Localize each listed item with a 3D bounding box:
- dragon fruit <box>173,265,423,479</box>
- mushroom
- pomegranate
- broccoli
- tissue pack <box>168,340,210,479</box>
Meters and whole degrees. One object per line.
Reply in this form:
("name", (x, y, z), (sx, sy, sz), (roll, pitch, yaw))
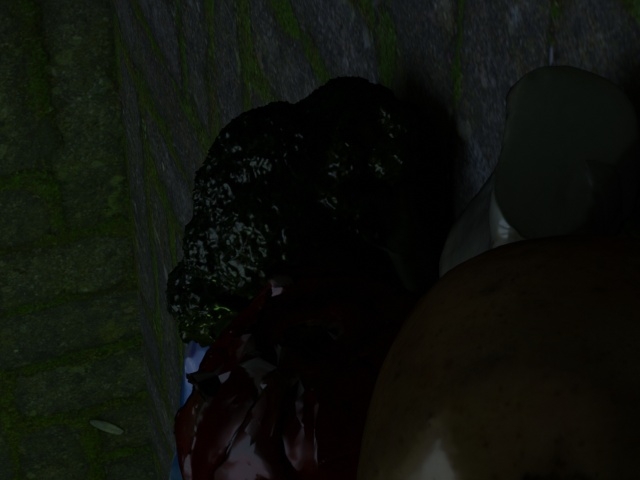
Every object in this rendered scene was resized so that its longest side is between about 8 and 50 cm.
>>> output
("dragon fruit", (0.028, 0.174, 1.481), (0.295, 0.295, 0.302), (-123, 14, -53))
("mushroom", (0.145, -0.006, 1.285), (0.122, 0.159, 0.329), (48, 162, 12))
("pomegranate", (0.167, 0.152, 1.047), (0.322, 0.322, 0.322), (167, 90, -75))
("broccoli", (0.000, 0.000, 1.674), (0.283, 0.304, 0.321), (45, 166, 0))
("tissue pack", (-0.010, 0.204, 1.775), (0.263, 0.146, 0.198), (22, 115, 31))
